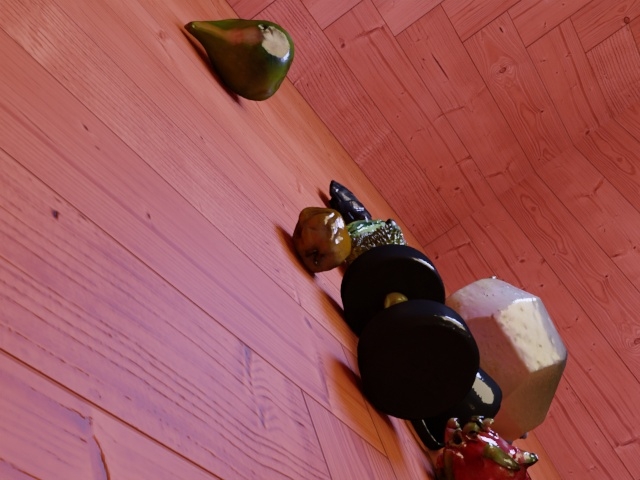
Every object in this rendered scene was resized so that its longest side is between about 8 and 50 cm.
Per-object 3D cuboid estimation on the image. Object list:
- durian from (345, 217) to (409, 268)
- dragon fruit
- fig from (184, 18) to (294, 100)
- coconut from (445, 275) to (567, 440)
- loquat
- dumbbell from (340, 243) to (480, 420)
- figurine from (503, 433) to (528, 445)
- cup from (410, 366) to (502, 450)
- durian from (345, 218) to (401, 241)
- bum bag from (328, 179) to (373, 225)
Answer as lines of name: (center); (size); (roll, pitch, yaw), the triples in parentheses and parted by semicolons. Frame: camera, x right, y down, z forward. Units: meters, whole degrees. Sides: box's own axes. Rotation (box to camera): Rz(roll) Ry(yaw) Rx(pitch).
durian: (0.138, 0.044, 1.887); (0.198, 0.159, 0.146); (-74, 142, -83)
dragon fruit: (0.288, 0.396, 1.394); (0.172, 0.166, 0.160); (47, 9, -31)
fig: (-0.209, -0.478, 1.972); (0.275, 0.206, 0.206); (22, 19, -13)
coconut: (0.378, 0.275, 1.766); (0.353, 0.352, 0.352); (53, 10, -13)
loquat: (0.000, 0.000, 1.537); (0.137, 0.113, 0.137); (-9, 90, -81)
dumbbell: (0.151, 0.154, 1.438); (0.204, 0.203, 0.322); (51, 10, -21)
figurine: (0.431, 0.448, 2.013); (0.193, 0.140, 0.265); (-26, 94, -57)
cup: (0.236, 0.305, 1.527); (0.176, 0.169, 0.223); (52, 37, 4)
durian: (0.140, 0.007, 2.059); (0.375, 0.132, 0.107); (1, 59, -63)
bum bag: (0.116, -0.038, 2.254); (0.340, 0.095, 0.144); (61, 8, 16)
